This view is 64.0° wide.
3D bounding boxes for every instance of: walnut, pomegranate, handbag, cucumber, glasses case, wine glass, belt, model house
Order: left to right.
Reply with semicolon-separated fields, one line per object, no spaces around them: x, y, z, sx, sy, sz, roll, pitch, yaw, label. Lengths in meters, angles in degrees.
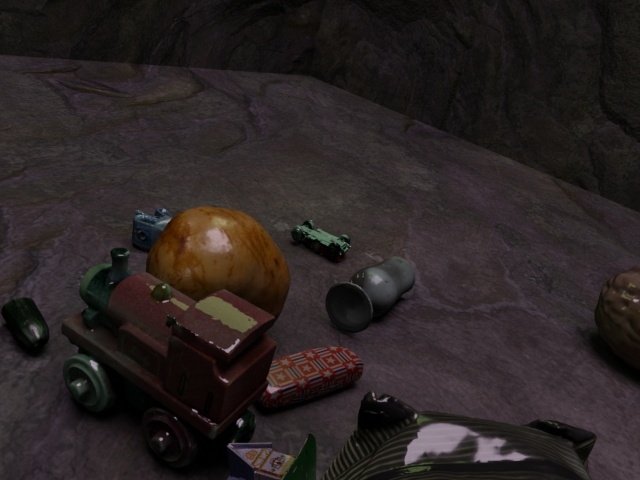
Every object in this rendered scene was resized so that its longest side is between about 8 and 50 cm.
-0.437;0.128;0.770;0.105;0.048;0.048;35;33;32;cucumber
-0.257;0.013;1.068;0.303;0.072;0.087;22;31;10;belt
-0.166;0.063;0.835;0.249;0.248;0.248;12;26;-6;pomegranate
-0.075;0.297;0.578;0.088;0.117;0.167;6;24;21;model house
-0.022;0.215;0.810;0.195;0.049;0.073;-6;31;-36;glasses case
0.112;0.101;1.048;0.103;0.103;0.231;28;26;25;wine glass
0.153;0.310;0.506;0.341;0.240;0.247;11;22;-4;handbag
0.727;0.168;1.092;0.249;0.248;0.248;12;26;-6;walnut

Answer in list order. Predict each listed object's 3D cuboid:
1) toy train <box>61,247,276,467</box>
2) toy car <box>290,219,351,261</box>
-0.206;0.142;0.665;0.305;0.221;0.150;25;28;19;toy train
0.000;0.000;1.244;0.143;0.054;0.073;23;29;19;toy car
